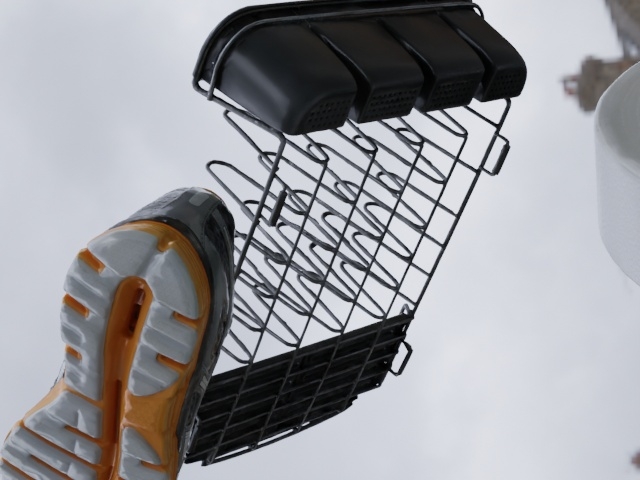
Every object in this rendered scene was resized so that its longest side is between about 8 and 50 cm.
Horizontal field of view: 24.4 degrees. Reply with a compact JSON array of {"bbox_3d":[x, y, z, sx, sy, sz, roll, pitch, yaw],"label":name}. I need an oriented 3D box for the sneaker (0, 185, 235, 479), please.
[{"bbox_3d":[-0.086,0.066,0.692,0.215,0.084,0.083,-63,-3,36],"label":"sneaker"}]

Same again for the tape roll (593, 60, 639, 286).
[{"bbox_3d":[0.350,-0.048,0.824,0.392,0.392,0.072,-46,-46,-54],"label":"tape roll"}]

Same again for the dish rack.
[{"bbox_3d":[0.000,0.000,0.821,0.208,0.074,0.271,-13,-46,-44],"label":"dish rack"}]
